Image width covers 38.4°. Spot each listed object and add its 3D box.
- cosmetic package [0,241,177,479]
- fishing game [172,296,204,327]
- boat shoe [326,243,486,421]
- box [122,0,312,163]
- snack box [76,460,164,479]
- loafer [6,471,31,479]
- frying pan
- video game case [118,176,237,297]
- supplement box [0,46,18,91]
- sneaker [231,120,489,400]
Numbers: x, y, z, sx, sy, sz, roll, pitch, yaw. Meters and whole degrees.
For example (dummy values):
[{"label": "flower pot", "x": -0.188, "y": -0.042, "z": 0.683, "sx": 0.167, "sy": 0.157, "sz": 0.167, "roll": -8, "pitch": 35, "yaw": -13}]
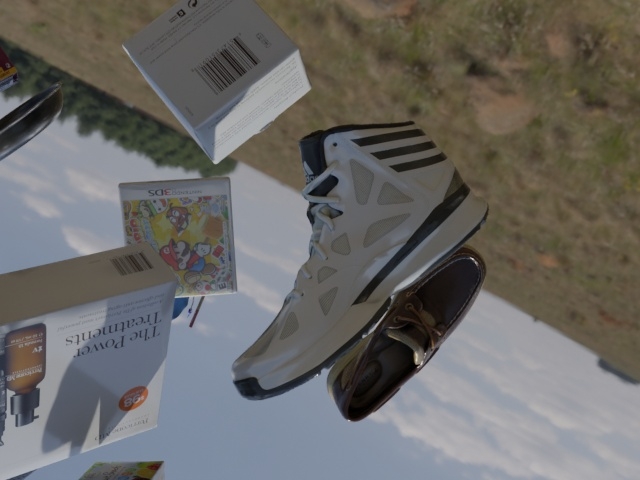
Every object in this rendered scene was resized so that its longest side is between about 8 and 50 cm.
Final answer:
[{"label": "cosmetic package", "x": -0.383, "y": 0.175, "z": 1.185, "sx": 0.377, "sy": 0.284, "sz": 0.097, "roll": -15, "pitch": -134, "yaw": -34}, {"label": "fishing game", "x": -0.340, "y": 0.104, "z": 1.949, "sx": 0.264, "sy": 0.189, "sz": 0.041, "roll": 19, "pitch": -174, "yaw": -45}, {"label": "boat shoe", "x": 0.145, "y": 0.153, "z": 1.462, "sx": 0.123, "sy": 0.342, "sz": 0.123, "roll": 44, "pitch": -176, "yaw": -12}, {"label": "box", "x": -0.140, "y": -0.240, "z": 1.268, "sx": 0.182, "sy": 0.181, "sz": 0.119, "roll": 49, "pitch": 174, "yaw": 20}, {"label": "snack box", "x": -0.271, "y": 0.330, "z": 1.223, "sx": 0.100, "sy": 0.037, "sz": 0.141, "roll": -2, "pitch": -178, "yaw": 2}, {"label": "loafer", "x": -0.636, "y": 0.399, "z": 1.695, "sx": 0.130, "sy": 0.134, "sz": 0.366, "roll": 59, "pitch": -163, "yaw": 15}, {"label": "frying pan", "x": -0.482, "y": -0.119, "z": 1.280, "sx": 0.197, "sy": 0.326, "sz": 0.053, "roll": -7, "pitch": 125, "yaw": 51}, {"label": "video game case", "x": -0.266, "y": -0.002, "z": 1.727, "sx": 0.206, "sy": 0.227, "sz": 0.026, "roll": -4, "pitch": -164, "yaw": -6}, {"label": "supplement box", "x": -0.390, "y": -0.207, "z": 1.044, "sx": 0.083, "sy": 0.055, "sz": 0.043, "roll": 56, "pitch": 160, "yaw": -3}, {"label": "sneaker", "x": 0.000, "y": 0.000, "z": 1.283, "sx": 0.257, "sy": 0.447, "sz": 0.169, "roll": 51, "pitch": 166, "yaw": -9}]
